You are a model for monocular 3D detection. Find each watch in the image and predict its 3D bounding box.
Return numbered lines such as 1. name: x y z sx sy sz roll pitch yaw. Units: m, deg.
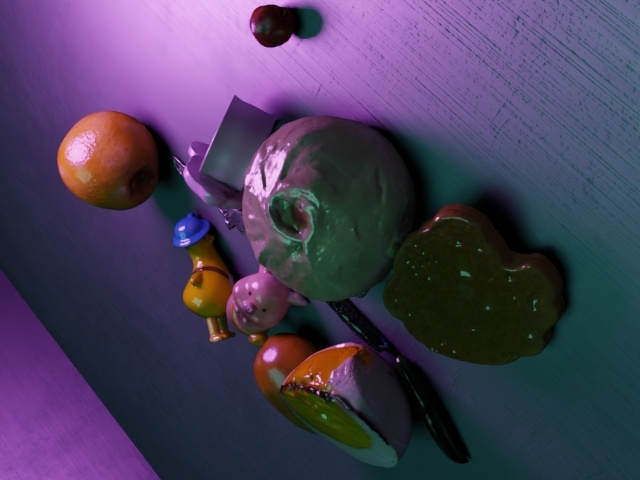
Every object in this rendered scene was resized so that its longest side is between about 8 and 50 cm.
1. watch: -0.173 -0.197 1.666 0.211 0.248 0.217 27 116 -8

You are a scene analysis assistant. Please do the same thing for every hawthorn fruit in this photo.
1. hawthorn fruit: -0.090 -0.418 1.479 0.093 0.093 0.093 31 137 34

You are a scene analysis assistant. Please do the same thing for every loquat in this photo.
1. loquat: -0.578 -0.216 2.079 0.275 0.275 0.274 31 137 34

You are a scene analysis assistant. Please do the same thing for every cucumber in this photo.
1. cucumber: 0.242 0.378 1.693 0.284 0.056 0.056 59 146 -2
2. cucumber: 0.062 0.168 1.767 0.257 0.043 0.044 44 148 18

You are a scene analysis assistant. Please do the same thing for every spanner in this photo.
1. spanner: -0.289 -0.121 2.003 0.325 0.026 0.093 42 141 24

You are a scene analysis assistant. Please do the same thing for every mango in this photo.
1. mango: -0.042 0.374 1.952 0.317 0.173 0.211 53 146 -12

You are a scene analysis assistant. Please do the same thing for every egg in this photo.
1. egg: 0.085 0.353 1.739 0.337 0.201 0.337 32 156 16

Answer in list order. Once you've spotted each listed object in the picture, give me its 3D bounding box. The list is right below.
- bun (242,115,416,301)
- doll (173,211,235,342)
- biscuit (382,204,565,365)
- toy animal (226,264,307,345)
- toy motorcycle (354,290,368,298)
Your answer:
1. bun: -0.010 -0.057 1.463 0.365 0.202 0.363 8 104 32
2. doll: -0.312 0.097 2.094 0.145 0.199 0.362 -16 85 12
3. biscuit: 0.272 0.091 1.372 0.312 0.057 0.351 23 137 14
4. toy animal: -0.162 0.170 1.967 0.165 0.149 0.248 43 138 -4
5. toy motorcycle: 0.000 0.000 1.671 0.307 0.108 0.173 31 128 36
